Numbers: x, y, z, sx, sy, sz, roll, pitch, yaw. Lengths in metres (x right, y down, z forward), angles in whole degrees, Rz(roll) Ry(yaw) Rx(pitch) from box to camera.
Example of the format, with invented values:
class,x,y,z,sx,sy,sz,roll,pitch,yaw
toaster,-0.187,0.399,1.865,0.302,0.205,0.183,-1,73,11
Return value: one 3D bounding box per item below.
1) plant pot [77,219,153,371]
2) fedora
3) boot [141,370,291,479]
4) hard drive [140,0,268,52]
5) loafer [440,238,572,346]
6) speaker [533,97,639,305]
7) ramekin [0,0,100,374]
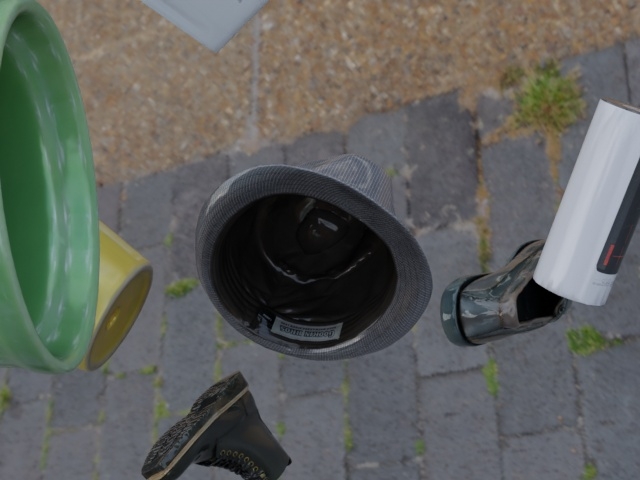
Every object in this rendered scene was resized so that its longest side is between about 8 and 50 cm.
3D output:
class,x,y,z,sx,sy,sz,roll,pitch,yaw
plant pot,-0.364,0.047,1.337,0.239,0.254,0.254,29,84,6
fedora,0.000,0.000,1.048,0.275,0.244,0.124,-57,5,44
boot,-0.107,0.252,1.168,0.077,0.198,0.137,-28,98,36
hard drive,-0.069,-0.350,1.036,0.307,0.203,0.040,-42,53,15
loafer,0.231,0.056,1.079,0.084,0.267,0.096,-7,98,41
speaker,0.194,-0.025,0.698,0.055,0.055,0.136,30,109,36
ramekin,-0.286,-0.037,0.822,0.148,0.303,0.303,-5,64,0
